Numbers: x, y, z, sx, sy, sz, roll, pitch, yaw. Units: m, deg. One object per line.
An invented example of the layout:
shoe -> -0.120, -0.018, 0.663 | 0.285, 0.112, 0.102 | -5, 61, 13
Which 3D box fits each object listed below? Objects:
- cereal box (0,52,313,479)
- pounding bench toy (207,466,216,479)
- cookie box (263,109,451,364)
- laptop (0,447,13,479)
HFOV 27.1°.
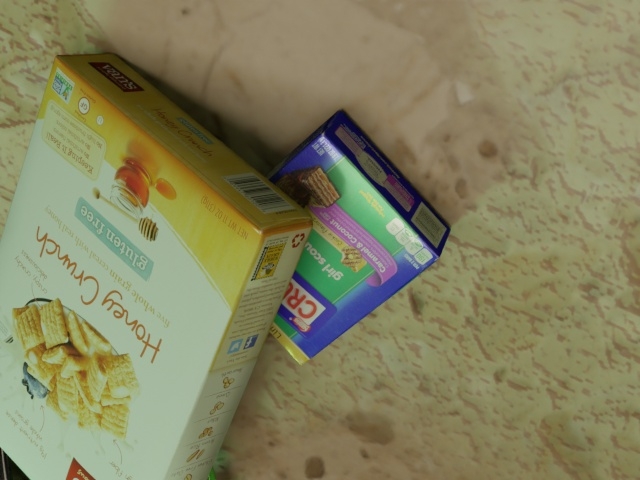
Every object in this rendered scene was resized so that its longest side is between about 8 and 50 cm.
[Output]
cereal box -> -0.113, 0.042, 0.730 | 0.173, 0.047, 0.240 | 38, 120, 28
pounding bench toy -> -0.078, 0.165, 0.805 | 0.083, 0.052, 0.065 | -36, 98, 27
cookie box -> 0.000, 0.000, 0.717 | 0.092, 0.040, 0.107 | 47, 118, -6
laptop -> -0.341, 0.343, 0.923 | 0.381, 0.236, 0.408 | -6, 143, 8
